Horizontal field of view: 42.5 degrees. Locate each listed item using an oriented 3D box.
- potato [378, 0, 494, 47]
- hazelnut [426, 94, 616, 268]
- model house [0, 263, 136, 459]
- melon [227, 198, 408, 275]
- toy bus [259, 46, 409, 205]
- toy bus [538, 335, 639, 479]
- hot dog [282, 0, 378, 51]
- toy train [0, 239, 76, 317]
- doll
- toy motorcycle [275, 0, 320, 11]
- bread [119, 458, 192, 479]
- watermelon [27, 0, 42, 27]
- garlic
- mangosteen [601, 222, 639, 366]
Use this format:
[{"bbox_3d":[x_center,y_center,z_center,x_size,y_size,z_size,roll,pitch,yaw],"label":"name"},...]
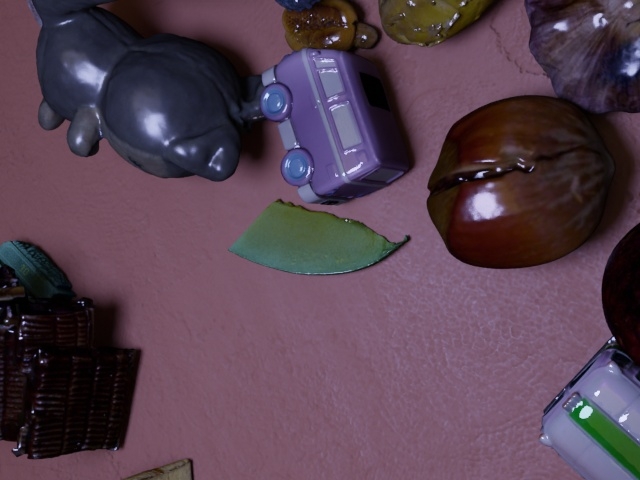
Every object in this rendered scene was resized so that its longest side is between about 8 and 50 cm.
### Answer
[{"bbox_3d":[0.183,-0.378,1.040,0.300,0.140,0.173,-46,73,15],"label":"potato"},{"bbox_3d":[0.235,-0.072,0.985,0.181,0.181,0.212,152,120,-64],"label":"hazelnut"},{"bbox_3d":[-0.434,0.186,1.286,0.282,0.297,0.317,5,98,-14],"label":"model house"},{"bbox_3d":[0.001,0.000,1.181,0.262,0.053,0.114,5,73,22],"label":"melon"},{"bbox_3d":[0.020,-0.160,1.115,0.142,0.142,0.202,-23,80,29],"label":"toy bus"},{"bbox_3d":[0.395,0.257,0.901,0.305,0.179,0.143,44,106,20],"label":"toy bus"},{"bbox_3d":[0.012,-0.301,1.168,0.140,0.060,0.090,1,93,32],"label":"hot dog"},{"bbox_3d":[-0.492,0.068,1.392,0.172,0.070,0.099,41,95,20],"label":"toy train"},{"bbox_3d":[-0.245,-0.244,1.131,0.382,0.378,0.252,18,61,12],"label":"doll"},{"bbox_3d":[0.015,-0.474,1.110,0.188,0.143,0.327,-8,71,43],"label":"toy motorcycle"},{"bbox_3d":[-0.342,0.418,1.255,0.264,0.168,0.163,-2,87,26],"label":"bread"},{"bbox_3d":[-0.429,-0.378,1.359,0.094,0.081,0.180,-18,117,5],"label":"watermelon"},{"bbox_3d":[0.347,-0.265,0.949,0.245,0.160,0.245,5,100,27],"label":"garlic"},{"bbox_3d":[0.416,0.029,0.850,0.235,0.235,0.261,9,128,25],"label":"mangosteen"}]
